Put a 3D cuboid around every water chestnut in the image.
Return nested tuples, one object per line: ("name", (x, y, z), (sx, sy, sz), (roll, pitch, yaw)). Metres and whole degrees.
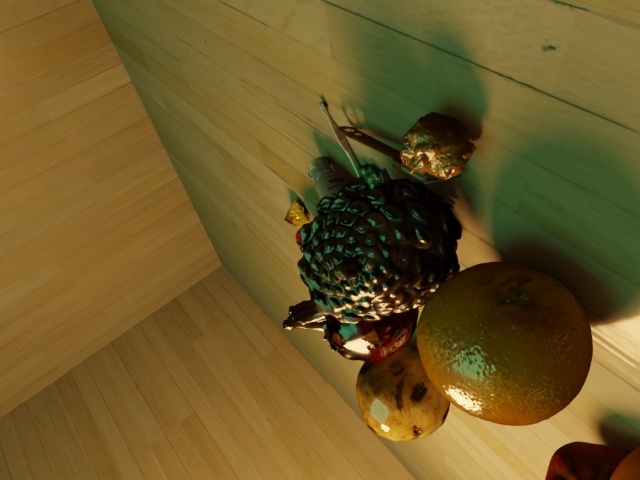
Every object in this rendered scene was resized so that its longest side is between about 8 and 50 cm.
("water chestnut", (0.070, 0.166, 1.189), (0.335, 0.347, 0.335), (57, 166, 23))

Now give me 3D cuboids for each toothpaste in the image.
("toothpaste", (0.057, -0.068, 1.100), (0.073, 0.114, 0.299), (-46, 60, 36))

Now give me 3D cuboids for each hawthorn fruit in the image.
("hawthorn fruit", (0.545, 0.500, 0.873), (0.261, 0.224, 0.224), (39, 174, -40))

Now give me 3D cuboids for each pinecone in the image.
("pinecone", (0.119, 0.011, 0.891), (0.242, 0.296, 0.298), (54, 130, 40))

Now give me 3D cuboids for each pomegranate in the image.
("pomegranate", (0.245, 0.453, 1.381), (0.281, 0.281, 0.281), (46, 159, 23))

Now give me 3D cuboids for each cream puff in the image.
("cream puff", (0.178, -0.145, 0.731), (0.094, 0.116, 0.122), (120, 142, -49))

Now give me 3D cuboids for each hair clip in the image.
("hair clip", (0.141, -0.084, 1.041), (0.124, 0.052, 0.195), (-12, 107, 49))

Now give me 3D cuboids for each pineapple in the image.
("pineapple", (-0.086, -0.079, 1.533), (0.114, 0.077, 0.114), (62, 173, -12))

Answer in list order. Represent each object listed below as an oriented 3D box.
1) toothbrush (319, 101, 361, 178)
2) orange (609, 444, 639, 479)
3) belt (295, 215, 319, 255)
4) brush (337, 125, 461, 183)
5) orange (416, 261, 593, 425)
("toothbrush", (0.051, -0.221, 1.048), (0.204, 0.017, 0.022), (59, 179, -14))
("orange", (0.524, 0.393, 0.569), (0.312, 0.312, 0.312), (46, 159, 23))
("belt", (0.000, 0.000, 1.381), (0.128, 0.124, 0.201), (58, 160, -5))
("brush", (0.125, -0.171, 0.878), (0.314, 0.090, 0.017), (42, 132, 47))
("orange", (0.295, 0.164, 0.763), (0.274, 0.274, 0.274), (46, 159, 23))
